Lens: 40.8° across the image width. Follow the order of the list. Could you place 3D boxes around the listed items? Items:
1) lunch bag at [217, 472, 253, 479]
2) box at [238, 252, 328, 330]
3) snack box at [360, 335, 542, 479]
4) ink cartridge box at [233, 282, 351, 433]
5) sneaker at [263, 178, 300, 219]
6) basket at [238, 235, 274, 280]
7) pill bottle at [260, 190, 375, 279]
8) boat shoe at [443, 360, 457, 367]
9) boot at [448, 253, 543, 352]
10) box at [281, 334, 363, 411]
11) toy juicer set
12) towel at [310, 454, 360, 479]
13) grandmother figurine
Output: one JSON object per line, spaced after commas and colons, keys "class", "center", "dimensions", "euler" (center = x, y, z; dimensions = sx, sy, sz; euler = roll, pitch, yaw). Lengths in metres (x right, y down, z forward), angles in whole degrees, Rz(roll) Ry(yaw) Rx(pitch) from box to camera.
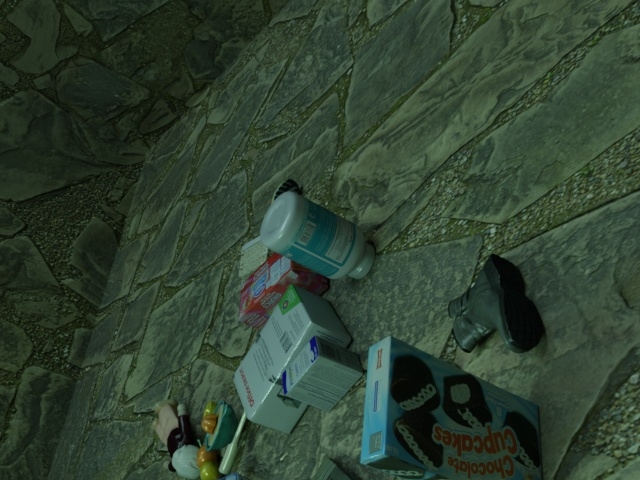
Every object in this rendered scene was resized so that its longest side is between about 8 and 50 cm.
{"class": "lunch bag", "center": [-0.243, 0.702, 2.016], "dimensions": [0.303, 0.115, 0.243], "euler": [-43, 35, 35]}
{"class": "box", "center": [-0.099, 0.122, 2.273], "dimensions": [0.257, 0.122, 0.128], "euler": [-43, 32, 36]}
{"class": "snack box", "center": [0.206, 0.291, 1.308], "dimensions": [0.060, 0.322, 0.187], "euler": [-35, 38, 43]}
{"class": "ink cartridge box", "center": [-0.075, 0.283, 2.076], "dimensions": [0.289, 0.121, 0.211], "euler": [-58, 26, 13]}
{"class": "sneaker", "center": [-0.130, -0.088, 2.580], "dimensions": [0.094, 0.081, 0.209], "euler": [-1, 66, 64]}
{"class": "basket", "center": [-0.147, 0.057, 2.442], "dimensions": [0.167, 0.113, 0.103], "euler": [-27, 47, 51]}
{"class": "pill bottle", "center": [0.000, 0.000, 2.038], "dimensions": [0.146, 0.264, 0.146], "euler": [-43, 32, 35]}
{"class": "boat shoe", "center": [0.203, 0.254, 1.668], "dimensions": [0.153, 0.048, 0.056], "euler": [-11, 57, 59]}
{"class": "boot", "center": [0.308, 0.152, 1.554], "dimensions": [0.161, 0.083, 0.246], "euler": [-57, 20, 30]}
{"class": "box", "center": [0.003, 0.297, 1.914], "dimensions": [0.137, 0.126, 0.072], "euler": [-51, 29, 23]}
{"class": "toy juicer set", "center": [-0.272, 0.512, 2.203], "dimensions": [0.329, 0.089, 0.209], "euler": [148, 140, -68]}
{"class": "towel", "center": [-0.017, 0.594, 1.675], "dimensions": [0.324, 0.056, 0.312], "euler": [-56, 12, -7]}
{"class": "grandmother figurine", "center": [-0.404, 0.570, 2.470], "dimensions": [0.342, 0.104, 0.208], "euler": [-145, 55, -61]}
